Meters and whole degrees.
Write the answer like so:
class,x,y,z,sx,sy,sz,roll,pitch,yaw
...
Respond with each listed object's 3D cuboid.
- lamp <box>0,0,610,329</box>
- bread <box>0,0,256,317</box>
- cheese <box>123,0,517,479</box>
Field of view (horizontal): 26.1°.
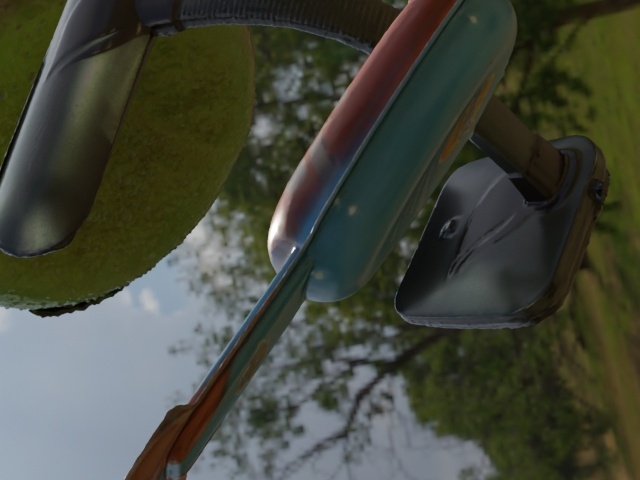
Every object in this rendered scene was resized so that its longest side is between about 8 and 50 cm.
class,x,y,z,sx,sy,sz,roll,pitch,yaw
lamp,-0.007,-0.028,0.681,0.283,0.124,0.203,31,-116,-17
bread,-0.169,-0.070,0.983,0.045,0.301,0.301,40,163,41
cheese,0.000,0.000,0.427,0.256,0.037,0.106,-54,-11,-27
